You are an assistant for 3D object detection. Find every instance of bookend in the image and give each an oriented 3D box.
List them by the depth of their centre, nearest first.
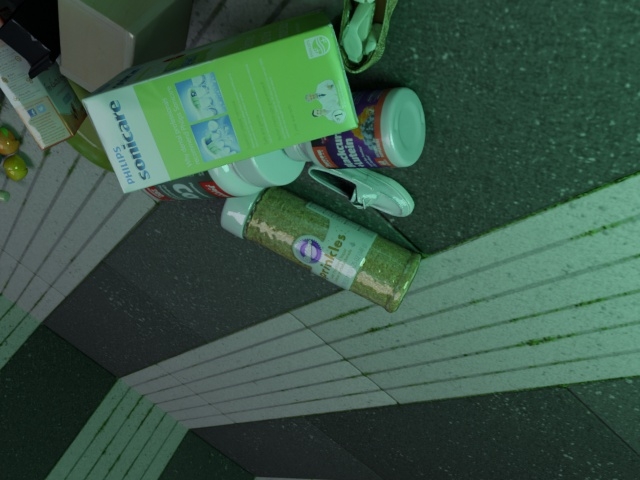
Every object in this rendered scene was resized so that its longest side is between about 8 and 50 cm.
[{"bbox_3d":[-0.451,-0.361,0.928,0.072,0.157,0.156,-13,139,39],"label":"bookend"}]

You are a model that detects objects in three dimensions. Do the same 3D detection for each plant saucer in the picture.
[{"bbox_3d":[-0.447,-0.235,1.225,0.240,0.037,0.241,21,146,16],"label":"plant saucer"}]

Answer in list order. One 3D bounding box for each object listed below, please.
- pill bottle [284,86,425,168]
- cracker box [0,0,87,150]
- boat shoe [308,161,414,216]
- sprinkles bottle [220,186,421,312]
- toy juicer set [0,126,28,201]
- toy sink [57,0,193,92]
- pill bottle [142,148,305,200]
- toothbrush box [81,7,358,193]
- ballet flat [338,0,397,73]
[{"bbox_3d":[0.042,-0.156,0.877,0.193,0.108,0.108,3,137,36],"label":"pill bottle"},{"bbox_3d":[-0.494,-0.287,1.039,0.067,0.156,0.232,-25,118,1],"label":"cracker box"},{"bbox_3d":[0.064,-0.084,0.994,0.184,0.063,0.066,35,146,-5],"label":"boat shoe"},{"bbox_3d":[0.000,0.000,1.103,0.355,0.121,0.121,26,146,7],"label":"sprinkles bottle"},{"bbox_3d":[-0.831,-0.207,1.529,0.209,0.090,0.329,25,140,-15],"label":"toy juicer set"},{"bbox_3d":[-0.297,-0.298,0.923,0.131,0.153,0.234,32,148,-1],"label":"toy sink"},{"bbox_3d":[-0.171,-0.149,1.006,0.283,0.161,0.161,0,136,38],"label":"pill bottle"},{"bbox_3d":[-0.111,-0.180,0.755,0.283,0.206,0.122,-16,115,5],"label":"toothbrush box"},{"bbox_3d":[0.057,-0.286,0.735,0.073,0.067,0.206,20,145,15],"label":"ballet flat"}]
